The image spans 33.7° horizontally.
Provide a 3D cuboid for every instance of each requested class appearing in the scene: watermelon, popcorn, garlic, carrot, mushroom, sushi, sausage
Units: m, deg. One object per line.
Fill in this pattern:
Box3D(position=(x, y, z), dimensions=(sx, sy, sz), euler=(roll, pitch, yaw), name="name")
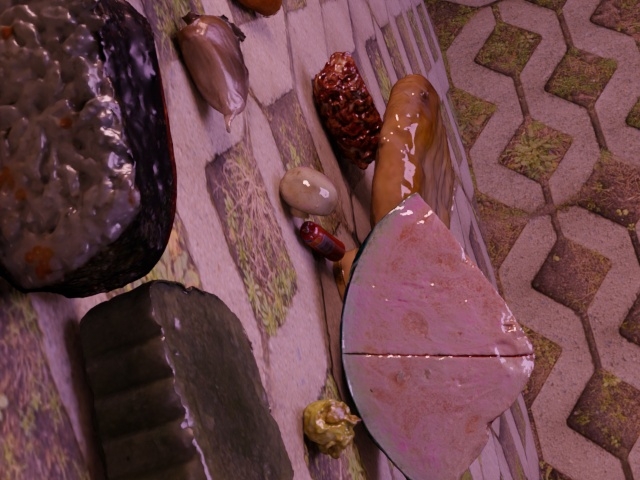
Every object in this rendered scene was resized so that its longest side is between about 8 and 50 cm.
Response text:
Box3D(position=(0.140, 0.152, 1.506), dimensions=(0.319, 0.292, 0.222), euler=(44, -6, 7), name="watermelon")
Box3D(position=(0.011, 0.217, 1.235), dimensions=(0.059, 0.068, 0.083), euler=(-46, 157, -27), name="popcorn")
Box3D(position=(-0.123, -0.197, 1.242), dimensions=(0.084, 0.066, 0.152), euler=(-25, 93, -48), name="garlic")
Box3D(position=(-0.099, -0.357, 1.536), dimensions=(0.139, 0.048, 0.048), euler=(-13, 85, -73), name="carrot")
Box3D(position=(-0.017, -0.062, 1.432), dimensions=(0.067, 0.083, 0.083), euler=(-66, 175, 17), name="mushroom")
Box3D(position=(-0.178, -0.072, 0.753), dimensions=(0.126, 0.136, 0.225), euler=(-6, 86, -72), name="sushi")
Box3D(position=(0.000, 0.000, 1.490), dimensions=(0.129, 0.034, 0.034), euler=(34, 40, -65), name="sausage")

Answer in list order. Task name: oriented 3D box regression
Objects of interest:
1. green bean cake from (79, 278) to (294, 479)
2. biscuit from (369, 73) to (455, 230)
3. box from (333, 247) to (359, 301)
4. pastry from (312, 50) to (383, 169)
Box3D(position=(-0.107, 0.132, 0.839), dimensions=(0.183, 0.094, 0.185), euler=(24, 49, -70), name="green bean cake")
Box3D(position=(0.150, -0.052, 1.774), dimensions=(0.446, 0.104, 0.429), euler=(61, 36, -62), name="biscuit")
Box3D(position=(0.055, 0.064, 1.603), dimensions=(0.105, 0.037, 0.105), euler=(-19, 90, -75), name="box")
Box3D(position=(0.051, -0.218, 1.796), dimensions=(0.208, 0.097, 0.115), euler=(62, -2, -39), name="pastry")
